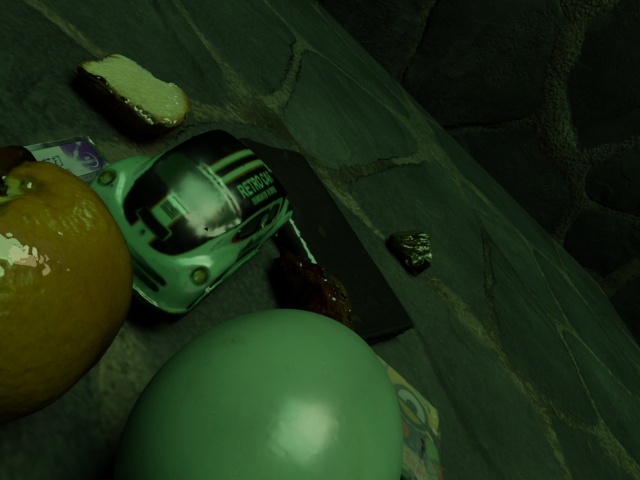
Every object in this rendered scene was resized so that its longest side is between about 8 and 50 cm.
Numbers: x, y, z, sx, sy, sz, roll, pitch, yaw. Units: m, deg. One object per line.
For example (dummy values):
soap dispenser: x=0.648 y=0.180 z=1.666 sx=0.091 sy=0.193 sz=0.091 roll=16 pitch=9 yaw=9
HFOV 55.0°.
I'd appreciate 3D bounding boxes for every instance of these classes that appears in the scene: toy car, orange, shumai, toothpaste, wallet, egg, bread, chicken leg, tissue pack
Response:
toy car: x=-0.105 y=-0.041 z=0.605 sx=0.136 sy=0.125 sz=0.306 roll=47 pitch=24 yaw=-1
orange: x=-0.165 y=0.032 z=0.343 sx=0.112 sy=0.160 sz=0.169 roll=15 pitch=78 yaw=-22
shumai: x=0.166 y=0.022 z=1.097 sx=0.083 sy=0.082 sz=0.080 roll=-14 pitch=102 yaw=-51
toothpaste: x=-0.236 y=-0.043 z=0.478 sx=0.047 sy=0.040 sz=0.196 roll=46 pitch=23 yaw=1
wallet: x=0.000 y=0.000 z=0.836 sx=0.170 sy=0.044 sz=0.321 roll=2 pitch=53 yaw=-59
egg: x=-0.031 y=0.130 z=0.395 sx=0.168 sy=0.168 sz=0.231 roll=49 pitch=19 yaw=2
bread: x=-0.217 y=-0.169 z=0.720 sx=0.126 sy=0.044 sz=0.129 roll=35 pitch=27 yaw=-11
chicken leg: x=-0.004 y=0.089 z=0.659 sx=0.105 sy=0.063 sz=0.233 roll=42 pitch=20 yaw=-27
tissue pack: x=0.070 y=0.198 z=0.611 sx=0.109 sy=0.060 sz=0.148 roll=43 pitch=22 yaw=-9
